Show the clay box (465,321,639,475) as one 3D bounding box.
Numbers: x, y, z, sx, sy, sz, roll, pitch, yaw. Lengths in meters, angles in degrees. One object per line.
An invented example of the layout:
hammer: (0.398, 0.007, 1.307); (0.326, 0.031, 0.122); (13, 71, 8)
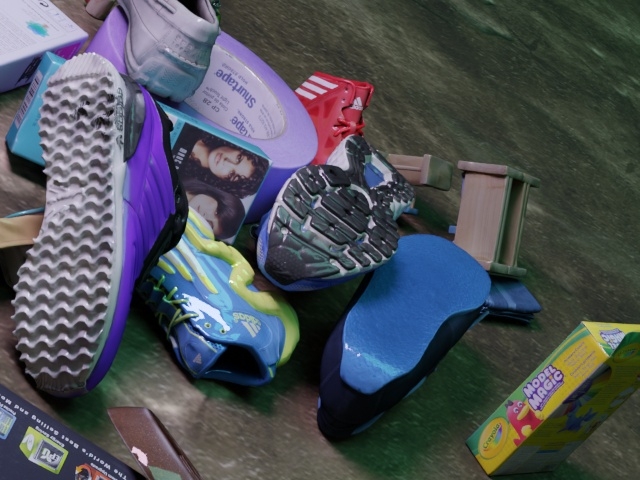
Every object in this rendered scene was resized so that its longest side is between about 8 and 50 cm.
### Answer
clay box: (0.266, 0.156, 1.560); (0.127, 0.222, 0.053); (6, 40, -49)

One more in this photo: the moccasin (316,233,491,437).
moccasin: (0.069, 0.090, 1.541); (0.138, 0.117, 0.342); (36, 29, 13)

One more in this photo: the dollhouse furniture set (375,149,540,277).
dollhouse furniture set: (0.163, -0.033, 1.889); (0.184, 0.129, 0.129); (9, -2, 29)

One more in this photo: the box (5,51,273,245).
box: (-0.178, -0.089, 1.487); (0.244, 0.100, 0.060); (23, 9, -22)

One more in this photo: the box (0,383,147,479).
box: (-0.317, 0.164, 0.929); (0.395, 0.097, 0.318); (36, 27, -10)

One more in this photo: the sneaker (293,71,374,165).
sneaker: (0.027, -0.117, 1.797); (0.087, 0.128, 0.221); (2, 44, -52)

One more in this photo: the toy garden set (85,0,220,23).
toy garden set: (-0.227, -0.309, 1.867); (0.244, 0.049, 0.204); (30, 27, -17)

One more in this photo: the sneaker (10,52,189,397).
sneaker: (-0.170, -0.002, 1.283); (0.146, 0.102, 0.293); (30, 59, -54)

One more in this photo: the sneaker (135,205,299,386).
sneaker: (-0.119, 0.048, 1.379); (0.240, 0.091, 0.126); (34, 27, -14)

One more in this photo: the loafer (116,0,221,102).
loafer: (-0.162, -0.273, 1.616); (0.112, 0.111, 0.319); (22, 31, -31)

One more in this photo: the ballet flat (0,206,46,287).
ballet flat: (-0.278, 0.011, 1.279); (0.232, 0.080, 0.073); (-3, 76, -53)

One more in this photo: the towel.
towel: (0.217, 0.070, 1.859); (0.119, 0.029, 0.067); (9, 38, -45)

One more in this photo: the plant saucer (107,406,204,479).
plant saucer: (-0.103, 0.189, 1.141); (0.168, 0.029, 0.168); (54, -8, 11)

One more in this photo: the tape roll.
tape roll: (-0.139, -0.145, 1.672); (0.275, 0.090, 0.275); (31, 26, -17)

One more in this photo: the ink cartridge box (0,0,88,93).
ink cartridge box: (-0.384, -0.221, 1.506); (0.186, 0.065, 0.311); (41, 24, 4)

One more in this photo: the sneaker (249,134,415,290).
sneaker: (0.000, 0.000, 1.546); (0.130, 0.147, 0.330); (43, 20, 2)
